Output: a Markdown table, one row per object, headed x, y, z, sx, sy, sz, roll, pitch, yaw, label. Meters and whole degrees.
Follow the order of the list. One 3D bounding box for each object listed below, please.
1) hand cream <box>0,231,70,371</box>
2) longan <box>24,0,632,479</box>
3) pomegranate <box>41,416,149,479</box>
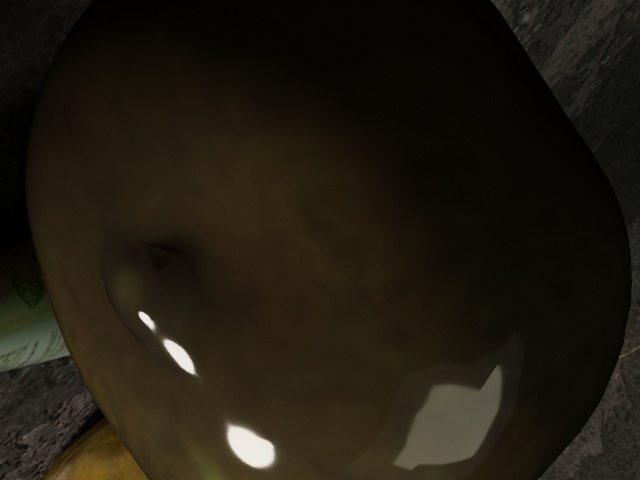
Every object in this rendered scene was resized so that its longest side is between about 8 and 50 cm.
| x | y | z | sx | sy | sz | roll | pitch | yaw | label |
| --- | --- | --- | --- | --- | --- | --- | --- | --- | --- |
| -0.203 | 0.049 | 0.940 | 0.147 | 0.093 | 0.306 | -9 | -170 | 43 | hand cream |
| 0.000 | 0.000 | 0.836 | 0.361 | 0.361 | 0.361 | -38 | 162 | -15 | longan |
| -0.096 | 0.288 | 1.361 | 0.410 | 0.410 | 0.410 | -38 | 162 | -15 | pomegranate |
